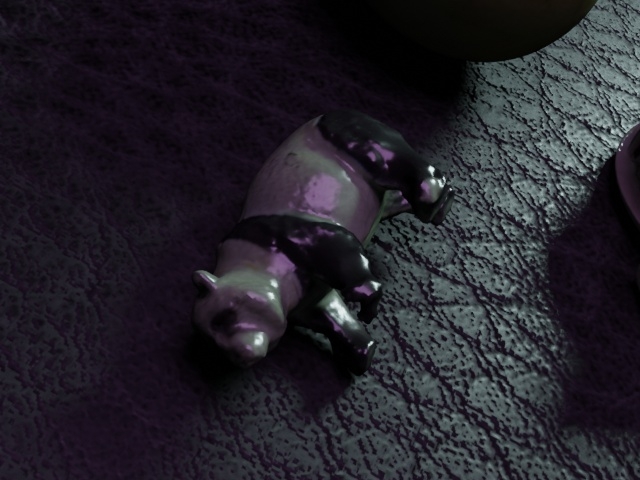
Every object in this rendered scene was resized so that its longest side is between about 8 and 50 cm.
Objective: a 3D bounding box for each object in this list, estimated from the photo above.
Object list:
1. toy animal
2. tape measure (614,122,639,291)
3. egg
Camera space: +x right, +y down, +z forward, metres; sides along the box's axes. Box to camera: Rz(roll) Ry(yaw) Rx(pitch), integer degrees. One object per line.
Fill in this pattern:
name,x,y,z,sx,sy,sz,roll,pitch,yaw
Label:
toy animal,0.000,0.000,0.667,0.121,0.094,0.225,23,52,12
tape measure,0.363,-0.044,0.845,0.258,0.130,0.265,7,46,-15
egg,0.111,-0.277,0.889,0.218,0.218,0.295,-16,48,-34
